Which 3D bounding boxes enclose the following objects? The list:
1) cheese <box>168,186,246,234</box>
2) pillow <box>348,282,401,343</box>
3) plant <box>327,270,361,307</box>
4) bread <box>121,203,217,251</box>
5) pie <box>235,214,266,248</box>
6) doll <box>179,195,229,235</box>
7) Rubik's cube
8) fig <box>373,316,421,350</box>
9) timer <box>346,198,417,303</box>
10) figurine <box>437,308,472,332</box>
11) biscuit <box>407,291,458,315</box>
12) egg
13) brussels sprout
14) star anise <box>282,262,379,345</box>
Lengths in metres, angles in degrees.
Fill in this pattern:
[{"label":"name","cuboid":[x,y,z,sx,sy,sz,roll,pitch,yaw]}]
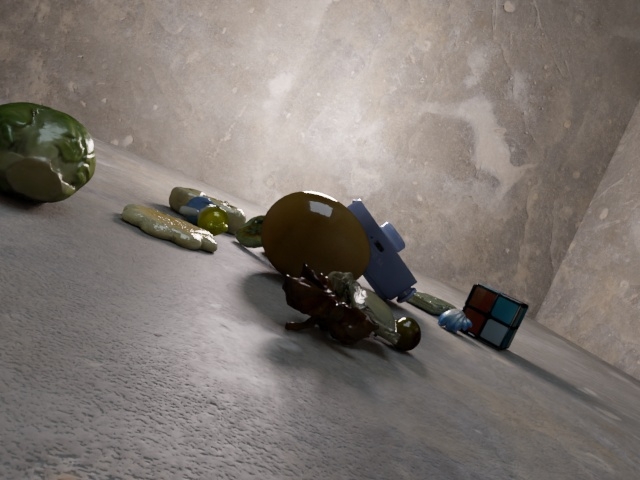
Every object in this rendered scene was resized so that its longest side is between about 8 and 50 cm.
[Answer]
[{"label":"cheese","cuboid":[-0.382,-0.107,1.850,0.262,0.093,0.159,21,5,-22]},{"label":"pillow","cuboid":[0.114,0.153,1.194,0.119,0.053,0.208,35,7,-4]},{"label":"plant","cuboid":[0.056,0.134,1.301,0.116,0.105,0.122,33,10,-11]},{"label":"bread","cuboid":[-0.377,-0.031,1.384,0.250,0.039,0.182,22,5,-19]},{"label":"pie","cuboid":[-0.182,-0.035,1.736,0.186,0.041,0.187,-11,30,6]},{"label":"doll","cuboid":[-0.345,-0.074,1.649,0.135,0.099,0.241,47,-7,-32]},{"label":"Rubik's cube","cuboid":[0.604,0.267,1.924,0.180,0.184,0.167,24,6,29]},{"label":"fig","cuboid":[0.181,0.211,1.248,0.098,0.082,0.084,8,30,40]},{"label":"timer","cuboid":[0.198,0.035,1.845,0.395,0.173,0.395,54,4,-6]},{"label":"figurine","cuboid":[0.438,0.271,1.818,0.114,0.079,0.114,-3,31,2]},{"label":"biscuit","cuboid":[0.431,0.242,2.112,0.150,0.052,0.252,27,6,37]},{"label":"egg","cuboid":[-0.008,0.004,1.493,0.322,0.250,0.250,26,4,-20]},{"label":"brussels sprout","cuboid":[-0.583,-0.180,1.121,0.243,0.244,0.244,23,5,-2]},{"label":"star anise","cuboid":[0.013,0.134,1.061,0.212,0.111,0.196,31,10,-4]}]
